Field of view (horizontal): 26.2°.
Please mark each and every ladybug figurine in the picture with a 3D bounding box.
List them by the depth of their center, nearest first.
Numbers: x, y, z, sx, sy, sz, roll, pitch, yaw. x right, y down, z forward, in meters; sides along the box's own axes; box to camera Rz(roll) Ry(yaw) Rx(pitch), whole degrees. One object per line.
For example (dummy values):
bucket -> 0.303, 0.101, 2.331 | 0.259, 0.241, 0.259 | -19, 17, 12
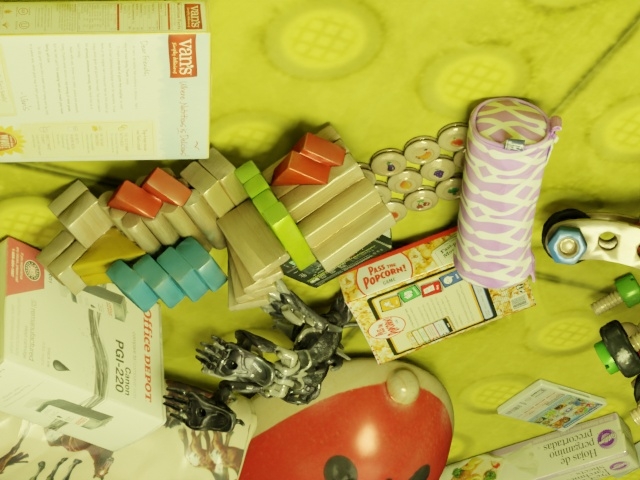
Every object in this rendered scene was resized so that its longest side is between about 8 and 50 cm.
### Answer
ladybug figurine -> 0.011, 0.306, 1.781 | 0.305, 0.162, 0.449 | 9, 142, -20

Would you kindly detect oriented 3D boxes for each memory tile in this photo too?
memory tile -> 0.103, -0.065, 1.399 | 0.148, 0.012, 0.113 | -21, 142, 20

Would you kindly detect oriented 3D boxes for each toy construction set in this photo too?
toy construction set -> 0.398, 0.044, 1.456 | 0.237, 0.257, 0.309 | -30, 161, 12

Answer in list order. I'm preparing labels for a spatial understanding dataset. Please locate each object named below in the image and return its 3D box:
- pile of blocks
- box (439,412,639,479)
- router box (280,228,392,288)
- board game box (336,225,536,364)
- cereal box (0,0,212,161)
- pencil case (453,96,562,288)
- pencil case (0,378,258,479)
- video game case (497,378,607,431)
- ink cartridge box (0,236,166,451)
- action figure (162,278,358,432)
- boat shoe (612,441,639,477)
pile of blocks -> -0.118, -0.016, 1.316 | 0.362, 0.149, 0.112 | -15, 144, 13
box -> 0.281, 0.327, 1.938 | 0.324, 0.063, 0.067 | -21, 144, 19
router box -> 0.000, 0.000, 1.442 | 0.092, 0.038, 0.122 | 24, 142, -36
board game box -> 0.131, 0.054, 1.519 | 0.193, 0.045, 0.147 | -21, 143, 4
cereal box -> -0.216, -0.138, 1.215 | 0.240, 0.047, 0.173 | -2, 145, -7
pencil case -> 0.181, -0.045, 1.352 | 0.088, 0.086, 0.206 | 1, 135, -2
pencil case -> -0.289, 0.228, 1.610 | 0.410, 0.160, 0.183 | 15, 124, -23
video game case -> 0.309, 0.221, 1.839 | 0.122, 0.011, 0.087 | 19, 137, -31
ink cartridge box -> -0.273, 0.114, 1.466 | 0.092, 0.158, 0.218 | -31, 139, 29
action figure -> -0.058, 0.117, 1.525 | 0.275, 0.141, 0.164 | -19, 140, -62
boat shoe -> 0.460, 0.310, 1.975 | 0.035, 0.035, 0.100 | -8, 153, -50
